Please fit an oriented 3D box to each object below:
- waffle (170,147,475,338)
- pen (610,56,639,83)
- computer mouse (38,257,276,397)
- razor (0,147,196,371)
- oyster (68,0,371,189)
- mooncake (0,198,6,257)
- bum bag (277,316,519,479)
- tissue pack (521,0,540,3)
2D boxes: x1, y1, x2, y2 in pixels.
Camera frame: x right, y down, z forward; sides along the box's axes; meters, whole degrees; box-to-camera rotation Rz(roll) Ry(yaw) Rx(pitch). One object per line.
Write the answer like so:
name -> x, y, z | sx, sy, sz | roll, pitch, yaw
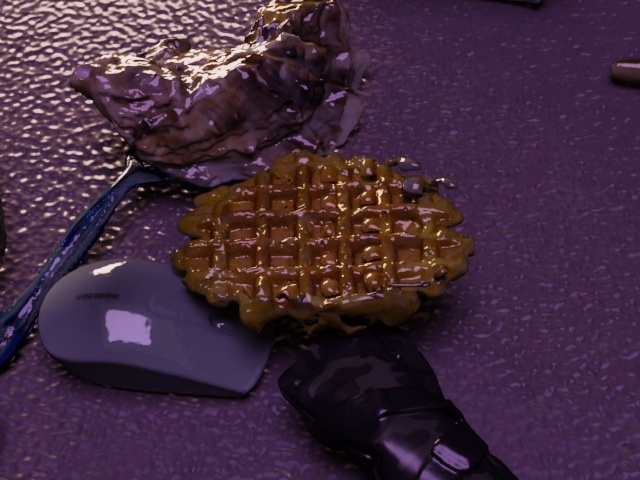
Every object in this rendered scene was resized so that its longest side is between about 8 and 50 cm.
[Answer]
waffle -> 0.001, 0.002, 1.373 | 0.262, 0.060, 0.280 | -36, 50, -26
pen -> 0.439, -0.182, 1.568 | 0.233, 0.032, 0.040 | 6, 29, 5
computer mouse -> -0.157, 0.081, 1.361 | 0.231, 0.079, 0.128 | 3, 54, 1
razor -> -0.246, 0.007, 1.433 | 0.093, 0.056, 0.324 | 27, 58, 19
oyster -> -0.102, -0.172, 1.521 | 0.351, 0.115, 0.238 | -8, 49, -27
mooncake -> -0.448, -0.029, 1.419 | 0.250, 0.136, 0.254 | -19, 53, -8
bum bag -> 0.087, 0.191, 1.252 | 0.144, 0.095, 0.340 | -17, 53, -31
tissue pack -> 0.159, -0.508, 1.724 | 0.332, 0.205, 0.405 | 12, 54, 6
